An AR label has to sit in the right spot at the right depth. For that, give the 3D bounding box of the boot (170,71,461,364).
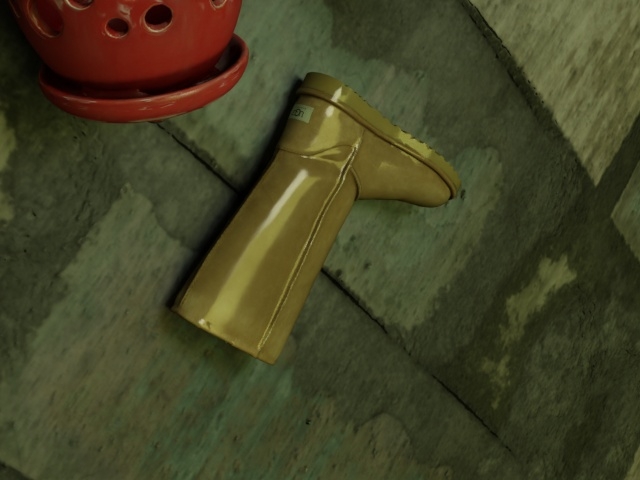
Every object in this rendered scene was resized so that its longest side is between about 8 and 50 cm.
[{"bbox_3d":[0.000,0.000,1.205,0.236,0.089,0.270,32,81,-33],"label":"boot"}]

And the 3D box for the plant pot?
[{"bbox_3d":[-0.150,-0.194,0.930,0.191,0.191,0.174,-26,127,-34],"label":"plant pot"}]
